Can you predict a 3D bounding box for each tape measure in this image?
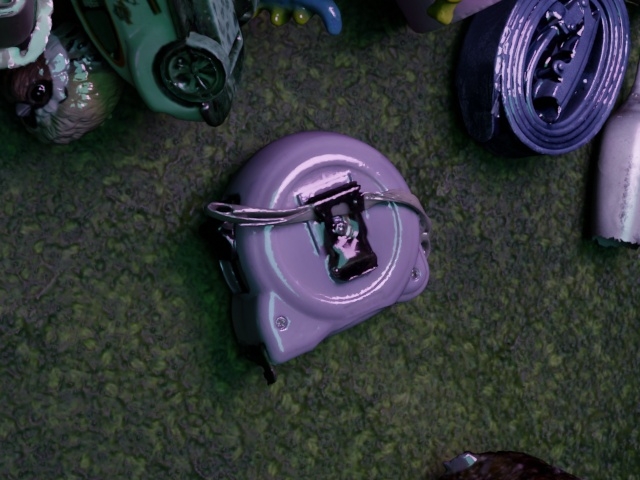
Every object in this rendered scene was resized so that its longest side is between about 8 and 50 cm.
[{"bbox_3d":[-0.004,-0.002,1.306,0.196,0.105,0.178,-30,100,-21],"label":"tape measure"}]

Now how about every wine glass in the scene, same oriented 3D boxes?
[{"bbox_3d":[0.302,-0.113,1.473,0.074,0.074,0.262,13,83,-24],"label":"wine glass"}]

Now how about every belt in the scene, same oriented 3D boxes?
[{"bbox_3d":[0.203,-0.162,1.420,0.141,0.082,0.190,30,76,-24],"label":"belt"}]

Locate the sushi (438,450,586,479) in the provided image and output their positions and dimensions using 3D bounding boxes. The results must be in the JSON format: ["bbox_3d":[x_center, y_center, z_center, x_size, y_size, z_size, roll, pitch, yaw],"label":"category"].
[{"bbox_3d":[0.127,0.330,1.303,0.234,0.207,0.348,45,74,-24],"label":"sushi"}]

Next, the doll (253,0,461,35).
[{"bbox_3d":[-0.043,-0.326,1.194,0.099,0.341,0.346,-43,138,-55],"label":"doll"}]

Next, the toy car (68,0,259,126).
[{"bbox_3d":[-0.136,-0.230,1.156,0.136,0.125,0.306,-76,154,-51],"label":"toy car"}]

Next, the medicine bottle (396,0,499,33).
[{"bbox_3d":[0.074,-0.388,1.292,0.219,0.219,0.388,-32,101,-22],"label":"medicine bottle"}]

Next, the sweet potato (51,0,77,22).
[{"bbox_3d":[-0.218,-0.200,1.240,0.265,0.057,0.057,-1,89,-24],"label":"sweet potato"}]

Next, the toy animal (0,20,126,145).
[{"bbox_3d":[-0.201,-0.143,1.228,0.098,0.098,0.137,33,62,-20],"label":"toy animal"}]

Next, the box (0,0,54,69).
[{"bbox_3d":[-0.338,-0.227,1.095,0.291,0.166,0.220,-2,85,-10],"label":"box"}]
